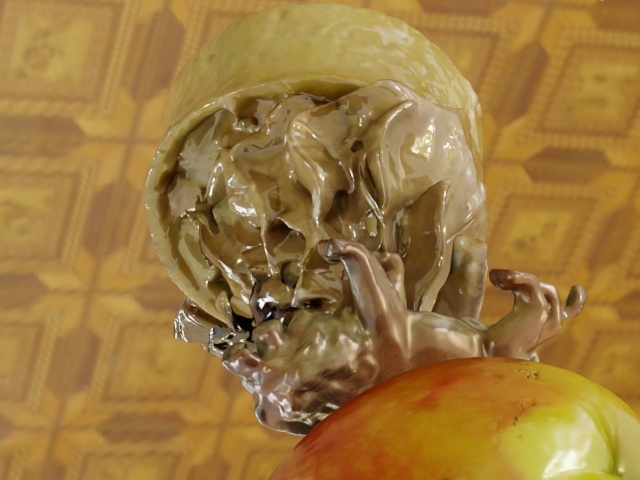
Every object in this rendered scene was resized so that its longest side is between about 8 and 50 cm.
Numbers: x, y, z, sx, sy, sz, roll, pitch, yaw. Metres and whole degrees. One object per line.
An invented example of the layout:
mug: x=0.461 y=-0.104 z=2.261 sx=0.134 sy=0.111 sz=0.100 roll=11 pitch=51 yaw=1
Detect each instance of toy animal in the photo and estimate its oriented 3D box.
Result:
toy animal: x=0.076 y=0.088 z=1.365 sx=0.312 sy=0.097 sz=0.158 roll=11 pitch=86 yaw=-18

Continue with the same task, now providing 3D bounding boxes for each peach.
peach: x=0.098 y=0.262 z=1.207 sx=0.370 sy=0.370 sz=0.370 roll=-11 pitch=133 yaw=-12

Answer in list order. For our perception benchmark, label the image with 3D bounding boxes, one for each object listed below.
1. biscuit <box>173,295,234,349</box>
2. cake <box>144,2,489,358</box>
biscuit: x=0.008 y=0.109 z=2.284 sx=0.366 sy=0.115 sz=0.268 roll=27 pitch=119 yaw=-4
cake: x=-0.005 y=-0.006 z=1.558 sx=0.332 sy=0.321 sz=0.332 roll=1 pitch=129 yaw=2
